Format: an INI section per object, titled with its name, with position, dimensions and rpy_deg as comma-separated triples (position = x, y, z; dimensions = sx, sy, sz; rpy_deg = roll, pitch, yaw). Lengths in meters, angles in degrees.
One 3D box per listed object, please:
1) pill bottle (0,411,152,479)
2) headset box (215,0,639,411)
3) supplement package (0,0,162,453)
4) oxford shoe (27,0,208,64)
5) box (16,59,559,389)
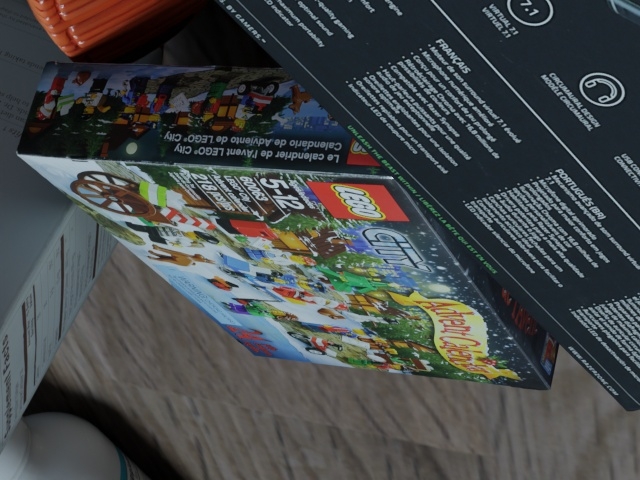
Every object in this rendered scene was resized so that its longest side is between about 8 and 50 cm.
[pill bottle]
position = -0.162, 0.214, 0.993
dimensions = 0.146, 0.146, 0.264
rpy_deg = -8, 135, 38
[headset box]
position = 0.142, -0.093, 0.415
dimensions = 0.246, 0.131, 0.283
rpy_deg = 42, 142, -24
[supplement package]
position = -0.153, -0.009, 0.660
dimensions = 0.105, 0.179, 0.105
rpy_deg = 22, 146, 4
[oxford shoe]
position = -0.089, -0.162, 0.524
dimensions = 0.098, 0.097, 0.271
rpy_deg = 50, 162, 24
[box]
position = 0.000, 0.000, 0.640
dimensions = 0.159, 0.044, 0.233
rpy_deg = 5, 159, 25
